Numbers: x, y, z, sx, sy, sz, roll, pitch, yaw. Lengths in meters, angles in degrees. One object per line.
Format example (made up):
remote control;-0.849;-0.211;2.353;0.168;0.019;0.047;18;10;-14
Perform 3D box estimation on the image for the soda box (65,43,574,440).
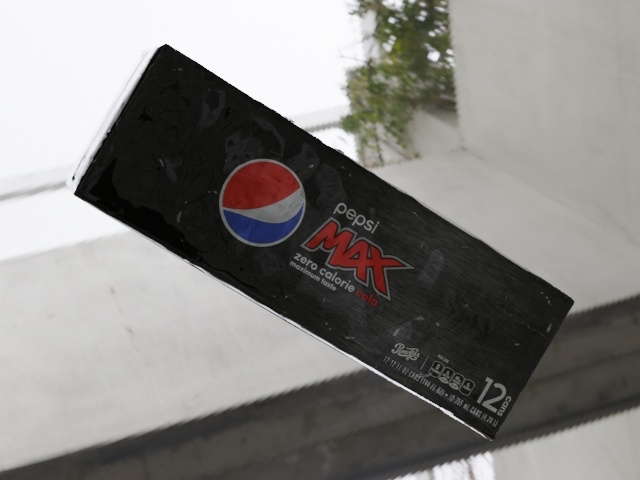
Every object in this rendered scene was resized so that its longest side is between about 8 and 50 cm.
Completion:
soda box;0.000;0.000;0.427;0.169;0.053;0.060;31;-91;-17
